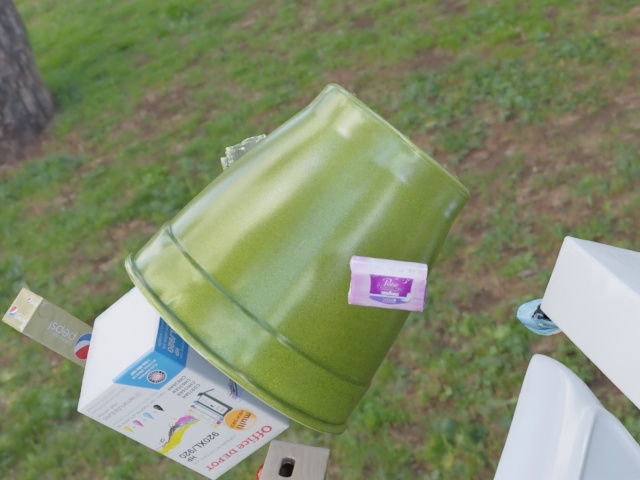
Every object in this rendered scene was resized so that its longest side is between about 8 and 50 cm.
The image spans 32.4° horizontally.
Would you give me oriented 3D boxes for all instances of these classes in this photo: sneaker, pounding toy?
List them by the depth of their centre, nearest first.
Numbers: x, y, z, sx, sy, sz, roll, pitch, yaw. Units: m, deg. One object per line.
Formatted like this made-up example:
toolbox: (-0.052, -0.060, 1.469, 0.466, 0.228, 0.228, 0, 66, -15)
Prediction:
pounding toy: (-0.050, 0.303, 1.251, 0.100, 0.130, 0.141, 8, 20, 5)
sneaker: (0.356, 0.107, 1.696, 0.162, 0.073, 0.063, -6, 62, 61)

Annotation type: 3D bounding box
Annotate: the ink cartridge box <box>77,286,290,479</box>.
ink cartridge box: (-0.177, 0.181, 1.499, 0.171, 0.233, 0.168, -38, 33, 29)

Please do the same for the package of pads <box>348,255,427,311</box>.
package of pads: (0.071, 0.045, 1.165, 0.083, 0.050, 0.032, 6, 38, 5)

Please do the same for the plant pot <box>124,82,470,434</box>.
plant pot: (0.000, 0.000, 1.442, 0.353, 0.366, 0.366, -51, 27, 5)

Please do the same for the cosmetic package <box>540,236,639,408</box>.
cosmetic package: (0.422, 0.127, 1.058, 0.284, 0.097, 0.377, 9, 19, -17)

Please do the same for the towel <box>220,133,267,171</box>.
towel: (-0.097, -0.081, 1.661, 0.027, 0.148, 0.110, -1, 18, 36)

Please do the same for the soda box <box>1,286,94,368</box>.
soda box: (-0.396, 0.142, 1.693, 0.058, 0.181, 0.061, 21, 76, 40)

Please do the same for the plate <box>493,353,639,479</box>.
plate: (0.221, 0.244, 0.771, 0.045, 0.278, 0.277, -32, 11, 31)
